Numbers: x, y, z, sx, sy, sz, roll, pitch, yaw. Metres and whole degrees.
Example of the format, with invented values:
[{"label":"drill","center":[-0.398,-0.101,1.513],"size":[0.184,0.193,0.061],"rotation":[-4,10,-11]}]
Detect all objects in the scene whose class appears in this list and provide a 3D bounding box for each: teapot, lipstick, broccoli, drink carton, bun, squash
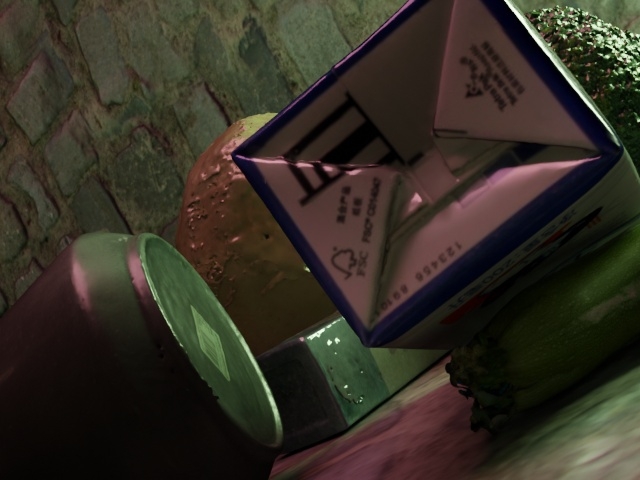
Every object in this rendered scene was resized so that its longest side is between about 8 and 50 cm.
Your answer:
[{"label":"teapot","center":[-0.145,0.120,0.591],"size":[0.225,0.171,0.203],"rotation":[-33,28,5]},{"label":"lipstick","center":[0.055,0.067,0.845],"size":[0.068,0.066,0.317],"rotation":[-28,-2,32]},{"label":"broccoli","center":[0.211,-0.078,0.948],"size":[0.242,0.261,0.269],"rotation":[99,-167,-59]},{"label":"drink carton","center":[0.086,-0.021,0.572],"size":[0.130,0.107,0.315],"rotation":[-38,-16,13]},{"label":"bun","center":[0.000,0.000,1.001],"size":[0.152,0.259,0.259],"rotation":[-15,7,46]},{"label":"squash","center":[0.124,0.033,0.515],"size":[0.183,0.052,0.052],"rotation":[-27,-1,-33]}]

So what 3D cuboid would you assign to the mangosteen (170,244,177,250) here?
[{"label":"mangosteen","center":[-0.137,0.093,1.271],"size":[0.192,0.217,0.192],"rotation":[-27,-15,-8]}]
